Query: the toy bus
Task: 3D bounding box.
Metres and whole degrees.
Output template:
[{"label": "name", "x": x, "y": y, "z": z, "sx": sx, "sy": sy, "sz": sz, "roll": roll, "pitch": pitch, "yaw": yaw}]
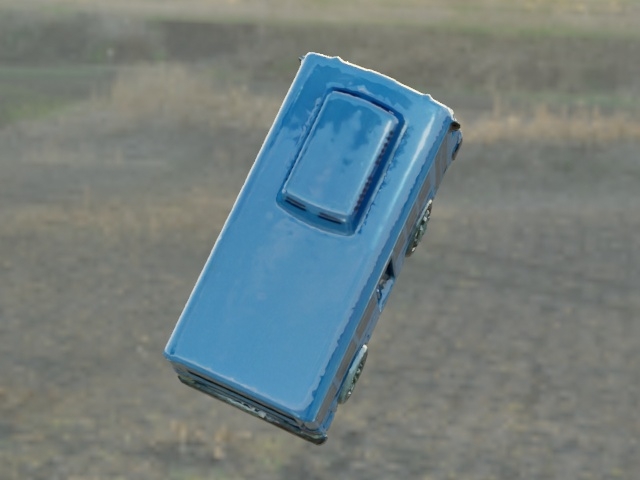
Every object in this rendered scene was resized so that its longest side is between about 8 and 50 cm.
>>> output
[{"label": "toy bus", "x": 0.000, "y": 0.000, "z": 0.843, "sx": 0.090, "sy": 0.185, "sz": 0.106, "roll": 23, "pitch": -10, "yaw": 10}]
